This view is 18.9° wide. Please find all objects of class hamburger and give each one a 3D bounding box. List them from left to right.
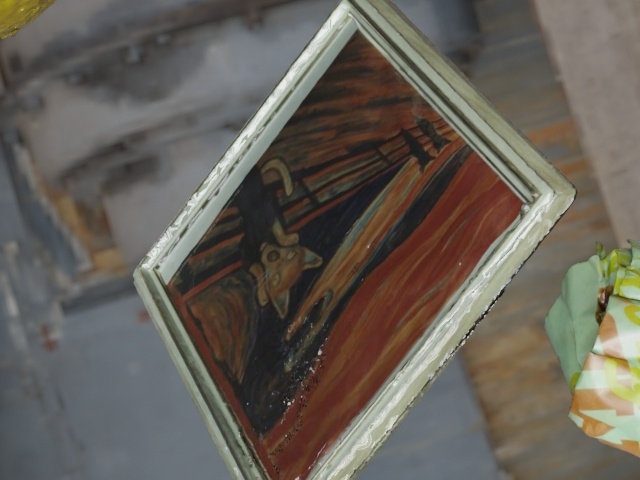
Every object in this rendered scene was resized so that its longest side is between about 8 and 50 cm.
[{"bbox_3d":[0.231,0.075,1.071,0.214,0.235,0.125,37,107,14],"label":"hamburger"}]

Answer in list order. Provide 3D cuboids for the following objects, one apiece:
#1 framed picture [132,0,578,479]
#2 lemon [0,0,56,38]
[{"bbox_3d":[0.000,0.000,0.931,0.216,0.016,0.273,-52,31,10],"label":"framed picture"},{"bbox_3d":[-0.253,-0.239,1.098,0.258,0.258,0.310,59,-175,31],"label":"lemon"}]
